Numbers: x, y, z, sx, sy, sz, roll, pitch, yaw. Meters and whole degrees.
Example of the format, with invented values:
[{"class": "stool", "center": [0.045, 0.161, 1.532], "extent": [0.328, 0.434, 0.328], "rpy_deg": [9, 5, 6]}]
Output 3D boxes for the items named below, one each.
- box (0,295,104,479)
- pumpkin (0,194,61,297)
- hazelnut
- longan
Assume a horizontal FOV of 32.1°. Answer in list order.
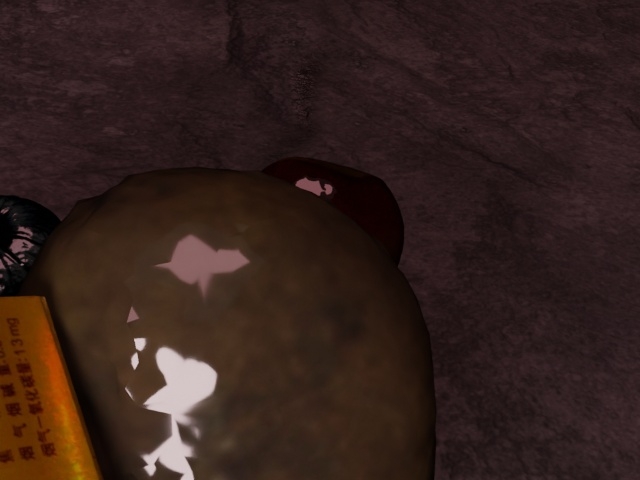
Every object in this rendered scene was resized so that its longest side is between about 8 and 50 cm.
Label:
[{"class": "box", "center": [-0.248, 0.280, 0.836], "extent": [0.116, 0.264, 0.415], "rpy_deg": [1, 57, -43]}, {"class": "pumpkin", "center": [-0.413, 0.032, 1.414], "extent": [0.202, 0.140, 0.202], "rpy_deg": [-1, 50, 1]}, {"class": "hazelnut", "center": [0.000, 0.000, 1.461], "extent": [0.230, 0.229, 0.229], "rpy_deg": [3, 35, -2]}, {"class": "longan", "center": [-0.086, 0.149, 1.041], "extent": [0.404, 0.435, 0.404], "rpy_deg": [-8, -1, 0]}]
